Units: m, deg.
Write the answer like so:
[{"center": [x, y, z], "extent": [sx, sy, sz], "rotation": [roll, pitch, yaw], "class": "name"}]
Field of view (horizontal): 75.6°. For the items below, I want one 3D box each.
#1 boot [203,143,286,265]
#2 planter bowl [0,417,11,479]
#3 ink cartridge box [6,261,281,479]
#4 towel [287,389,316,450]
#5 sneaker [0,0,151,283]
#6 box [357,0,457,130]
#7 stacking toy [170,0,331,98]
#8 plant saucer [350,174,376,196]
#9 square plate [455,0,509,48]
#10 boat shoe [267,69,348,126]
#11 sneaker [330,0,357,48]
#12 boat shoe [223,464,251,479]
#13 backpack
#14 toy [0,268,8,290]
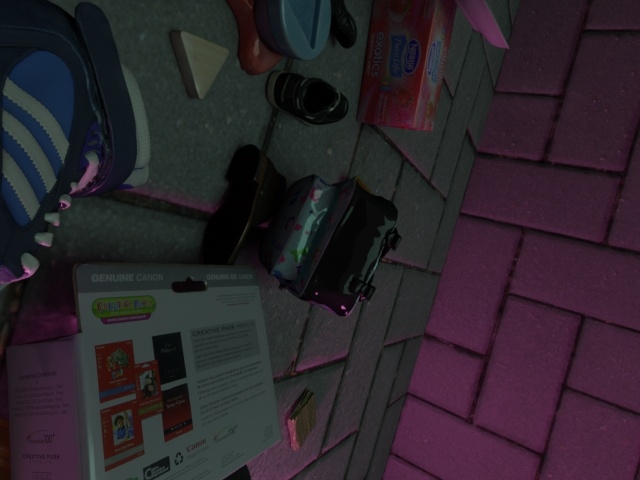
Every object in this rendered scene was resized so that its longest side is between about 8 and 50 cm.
[{"center": [-0.114, -0.034, 0.679], "extent": [0.106, 0.082, 0.220], "rotation": [29, 77, -58], "class": "boot"}, {"center": [-0.369, 0.292, 0.391], "extent": [0.217, 0.090, 0.218], "rotation": [-34, 132, -49], "class": "planter bowl"}, {"center": [-0.200, 0.173, 0.535], "extent": [0.309, 0.129, 0.272], "rotation": [10, 68, -62], "class": "ink cartridge box"}, {"center": [-0.049, 0.484, 1.112], "extent": [0.110, 0.027, 0.148], "rotation": [-42, 137, -45], "class": "towel"}, {"center": [-0.228, -0.046, 0.352], "extent": [0.236, 0.130, 0.324], "rotation": [21, 61, -67], "class": "sneaker"}, {"center": [0.201, -0.416, 0.960], "extent": [0.142, 0.153, 0.301], "rotation": [-18, 121, -56], "class": "box"}, {"center": [-0.086, -0.348, 0.518], "extent": [0.280, 0.130, 0.309], "rotation": [-55, 146, -31], "class": "stacking toy"}, {"center": [0.075, -0.047, 1.038], "extent": [0.188, 0.045, 0.189], "rotation": [33, 75, -60], "class": "plant saucer"}, {"center": [0.267, -0.603, 0.870], "extent": [0.347, 0.049, 0.345], "rotation": [16, 55, -47], "class": "square plate"}, {"center": [-0.001, -0.256, 0.769], "extent": [0.233, 0.079, 0.084], "rotation": [-13, 114, -59], "class": "boat shoe"}, {"center": [0.013, -0.415, 0.742], "extent": [0.089, 0.051, 0.170], "rotation": [-55, 142, -29], "class": "sneaker"}, {"center": [-0.213, 0.467, 0.756], "extent": [0.320, 0.102, 0.118], "rotation": [61, 13, -57], "class": "boat shoe"}, {"center": [0.000, 0.000, 0.750], "extent": [0.225, 0.190, 0.253], "rotation": [-64, -168, -2], "class": "backpack"}, {"center": [-0.346, -0.014, 0.311], "extent": [0.137, 0.056, 0.238], "rotation": [-51, 144, -37], "class": "toy"}]
